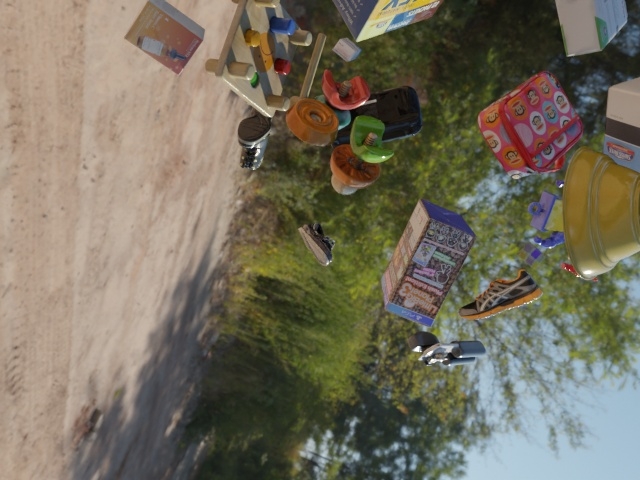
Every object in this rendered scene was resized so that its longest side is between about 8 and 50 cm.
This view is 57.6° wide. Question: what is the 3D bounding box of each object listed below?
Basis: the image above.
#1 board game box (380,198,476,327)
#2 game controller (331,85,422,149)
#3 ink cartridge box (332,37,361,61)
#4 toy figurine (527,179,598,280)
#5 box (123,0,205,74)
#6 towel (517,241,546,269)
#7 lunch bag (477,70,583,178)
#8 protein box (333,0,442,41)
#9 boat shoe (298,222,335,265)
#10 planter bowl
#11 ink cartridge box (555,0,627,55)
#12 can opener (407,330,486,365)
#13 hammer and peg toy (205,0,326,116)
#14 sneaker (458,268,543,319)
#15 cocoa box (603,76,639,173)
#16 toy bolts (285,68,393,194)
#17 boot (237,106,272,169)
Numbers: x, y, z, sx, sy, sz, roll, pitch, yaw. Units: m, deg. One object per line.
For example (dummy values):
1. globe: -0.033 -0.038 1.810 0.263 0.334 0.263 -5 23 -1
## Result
1. board game box: 0.300 0.058 1.673 0.232 0.141 0.291 -82 -166 -72
2. game controller: 0.172 -0.402 1.930 0.067 0.319 0.166 -6 86 -74
3. ink cartridge box: 0.062 -0.449 1.369 0.028 0.048 0.083 -51 -179 28
4. toy figurine: 0.698 -0.087 1.624 0.191 0.217 0.362 -92 -163 -72
5. box: -0.422 -0.563 1.586 0.130 0.170 0.091 -46 -151 25
6. towel: 0.691 0.049 1.905 0.060 0.083 0.009 -49 -174 6
7. lunch bag: 0.590 -0.301 1.605 0.293 0.258 0.120 -37 -172 -31
8. protein box: 0.083 -0.400 0.714 0.136 0.200 0.201 -26 173 -22
9. boat shoe: 0.000 0.000 1.438 0.065 0.075 0.206 -26 -157 -7
10. planter bowl: 0.466 -0.044 0.915 0.090 0.217 0.217 0 -122 44
11. ink cartridge box: 0.688 -0.585 1.470 0.219 0.092 0.160 -42 120 -37
12. can opener: 0.332 0.273 1.487 0.074 0.280 0.093 -42 -125 27
13. hammer and peg toy: -0.124 -0.462 1.480 0.361 0.127 0.266 24 84 -64
14. sneaker: 0.448 0.142 1.483 0.215 0.083 0.084 -25 173 20
15. cocoa box: 0.735 -0.166 1.065 0.347 0.231 0.228 -134 -152 -56
16. toy bolts: 0.010 -0.210 1.152 0.158 0.218 0.228 125 -35 -46
17. boot: -0.198 -0.276 1.703 0.236 0.085 0.178 -77 -176 -55
